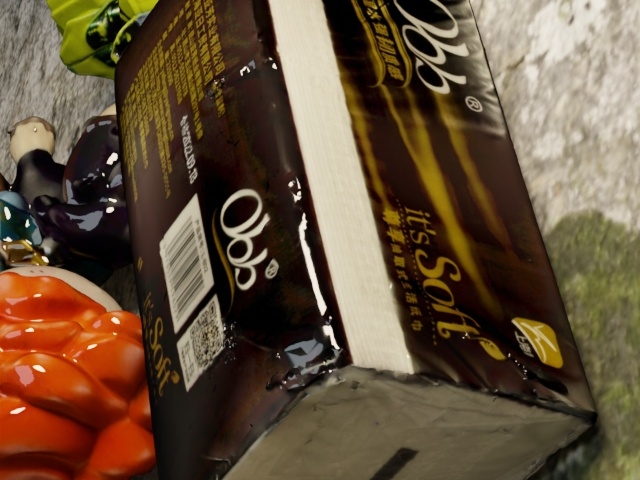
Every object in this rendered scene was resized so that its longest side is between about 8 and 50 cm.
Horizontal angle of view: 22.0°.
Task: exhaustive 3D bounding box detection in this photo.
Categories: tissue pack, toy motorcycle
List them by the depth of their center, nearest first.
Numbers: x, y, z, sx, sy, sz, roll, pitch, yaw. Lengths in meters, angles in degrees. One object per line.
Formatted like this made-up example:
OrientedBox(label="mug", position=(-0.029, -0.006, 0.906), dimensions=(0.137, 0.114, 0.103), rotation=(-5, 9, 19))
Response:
OrientedBox(label="tissue pack", position=(0.000, 0.000, 0.996), dimensions=(0.210, 0.198, 0.370), rotation=(-45, 41, 36))
OrientedBox(label="toy motorcycle", position=(-0.116, -0.192, 1.347), dimensions=(0.206, 0.142, 0.342), rotation=(-43, 19, -25))

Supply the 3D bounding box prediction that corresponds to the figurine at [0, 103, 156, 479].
OrientedBox(label="figurine", position=(-0.232, 0.054, 1.375), dimensions=(0.306, 0.241, 0.412), rotation=(-15, 42, 30))
